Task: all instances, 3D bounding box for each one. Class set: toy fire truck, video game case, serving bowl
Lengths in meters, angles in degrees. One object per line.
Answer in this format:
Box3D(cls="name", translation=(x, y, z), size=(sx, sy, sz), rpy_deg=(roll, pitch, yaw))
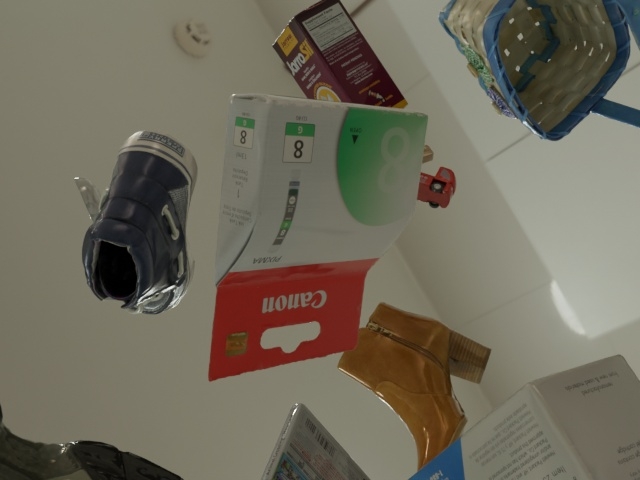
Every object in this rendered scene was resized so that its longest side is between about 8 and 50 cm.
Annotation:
Box3D(cls="toy fire truck", translation=(0.160, -0.138, 1.489), size=(0.192, 0.047, 0.135), rpy_deg=(18, -129, 15))
Box3D(cls="video game case", translation=(0.003, 0.344, 1.044), size=(0.212, 0.023, 0.193), rpy_deg=(52, -144, -20))
Box3D(cls="serving bowl", translation=(-0.343, -0.060, 1.256), size=(0.027, 0.083, 0.083), rpy_deg=(-24, -100, -12))

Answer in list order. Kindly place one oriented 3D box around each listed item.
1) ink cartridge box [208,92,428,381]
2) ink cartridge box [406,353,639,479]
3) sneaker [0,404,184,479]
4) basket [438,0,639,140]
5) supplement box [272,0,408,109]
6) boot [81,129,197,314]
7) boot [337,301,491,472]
Box3D(cls="ink cartridge box", translation=(0.000, 0.000, 0.675), size=(0.181, 0.056, 0.225), rpy_deg=(-4, -77, -45))
Box3D(cls="ink cartridge box", translation=(0.147, 0.191, 0.403), size=(0.078, 0.134, 0.231), rpy_deg=(-7, -123, -36))
Box3D(cls="sneaker", translation=(-0.174, 0.121, 0.338), size=(0.283, 0.122, 0.110), rpy_deg=(31, -169, 3))
Box3D(cls="basket", translation=(0.308, -0.239, 1.036), size=(0.201, 0.289, 0.255), rpy_deg=(-51, -54, -9))
Box3D(cls="supplement box", translation=(0.026, -0.238, 1.190), size=(0.080, 0.104, 0.188), rpy_deg=(-35, -88, -23))
Box3D(cls="boot", translation=(-0.126, 0.017, 0.556), size=(0.069, 0.190, 0.086), rpy_deg=(17, -126, 2))
Box3D(cls="boot", translation=(0.119, 0.233, 1.247), size=(0.211, 0.104, 0.295), rpy_deg=(18, -130, 13))
